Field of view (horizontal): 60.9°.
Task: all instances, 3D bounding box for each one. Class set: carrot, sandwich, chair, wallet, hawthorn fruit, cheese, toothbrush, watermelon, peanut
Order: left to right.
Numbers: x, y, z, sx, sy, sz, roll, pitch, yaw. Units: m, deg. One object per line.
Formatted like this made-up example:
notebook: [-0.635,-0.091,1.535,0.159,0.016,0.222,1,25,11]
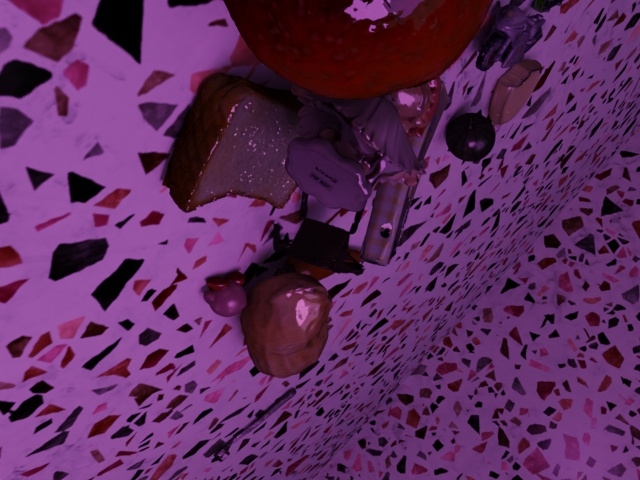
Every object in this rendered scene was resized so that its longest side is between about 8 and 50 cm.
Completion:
sandwich: [-0.094,-0.128,0.756,0.214,0.065,0.186,-2,130,-56]
toothbrush: [-0.185,0.534,1.591,0.297,0.031,0.030,-38,178,-19]
peanut: [-0.074,0.170,1.068,0.158,0.174,0.340,-59,163,-25]
chair: [0.000,0.000,0.960,0.213,0.174,0.149,95,16,-54]
carrot: [0.020,0.046,1.173,0.336,0.069,0.069,-11,137,-54]
hawthorn fruit: [0.031,-0.275,0.499,0.316,0.316,0.316,-34,151,-22]
wallet: [0.146,-0.118,0.953,0.223,0.077,0.310,-22,129,-77]
watermelon: [0.323,-0.228,1.175,0.105,0.105,0.133,-46,155,0]
cheese: [0.430,-0.301,1.291,0.127,0.050,0.255,-24,146,-37]

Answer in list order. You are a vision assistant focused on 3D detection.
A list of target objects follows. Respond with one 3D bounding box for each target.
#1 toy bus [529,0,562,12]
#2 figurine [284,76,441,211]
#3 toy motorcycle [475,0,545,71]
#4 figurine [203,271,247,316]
toy bus: [0.460,-0.486,1.093,0.083,0.037,0.031,-34,150,-25]
figurine: [0.085,-0.193,0.728,0.387,0.207,0.166,-57,-177,-38]
toy motorcycle: [0.368,-0.398,1.043,0.215,0.080,0.123,-30,152,-39]
figurine: [-0.168,0.101,0.968,0.083,0.067,0.071,-2,112,-33]
